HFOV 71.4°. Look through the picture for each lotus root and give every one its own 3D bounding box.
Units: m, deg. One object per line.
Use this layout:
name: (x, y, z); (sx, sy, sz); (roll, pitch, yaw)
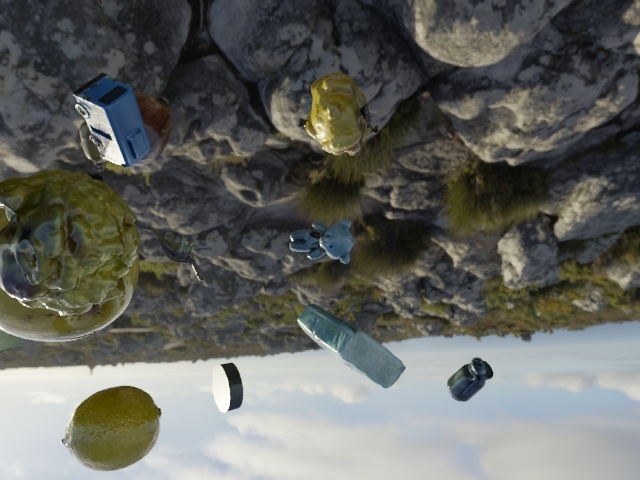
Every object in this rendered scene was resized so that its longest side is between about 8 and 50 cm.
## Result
lotus root: (-0.549, -0.238, 1.092); (0.063, 0.151, 0.072); (15, -148, 12)

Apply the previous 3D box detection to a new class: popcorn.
popcorn: (0.060, -0.435, 1.602); (0.281, 0.297, 0.316); (-2, 154, 11)
popcorn: (-0.371, 0.000, 0.658); (0.218, 0.189, 0.169); (-52, 157, 12)

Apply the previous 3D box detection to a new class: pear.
pear: (-0.595, 0.059, 1.008); (0.349, 0.348, 0.348); (-2, 164, -1)

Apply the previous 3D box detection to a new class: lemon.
lemon: (-0.456, 0.413, 0.984); (0.203, 0.178, 0.178); (-9, 168, -26)

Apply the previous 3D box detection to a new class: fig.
fig: (-0.575, -0.347, 1.369); (0.224, 0.223, 0.263); (-16, -168, 39)

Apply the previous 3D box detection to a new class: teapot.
teapot: (0.256, 0.246, 0.780); (0.064, 0.049, 0.083); (-1, 133, -38)

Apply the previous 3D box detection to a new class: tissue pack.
tissue pack: (0.065, 0.255, 1.100); (0.177, 0.089, 0.263); (41, 168, -23)

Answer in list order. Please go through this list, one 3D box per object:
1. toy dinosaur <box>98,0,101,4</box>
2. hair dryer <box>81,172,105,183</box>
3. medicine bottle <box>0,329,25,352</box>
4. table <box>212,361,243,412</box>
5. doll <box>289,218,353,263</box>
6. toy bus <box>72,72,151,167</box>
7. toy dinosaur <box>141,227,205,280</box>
toy dinosaur: (-0.575, -0.738, 1.245); (0.108, 0.220, 0.032); (4, 156, 16)
hair dryer: (-0.769, -0.090, 1.283); (0.272, 0.235, 0.091); (-22, 111, 34)
medicine bottle: (-0.909, 0.220, 1.256); (0.147, 0.143, 0.147); (-40, 163, -15)
table: (-0.269, 0.421, 1.283); (0.043, 0.133, 0.133); (-2, 167, -34)
doll: (0.000, 0.000, 1.190); (0.180, 0.120, 0.075); (1, -179, 10)
toy bus: (-0.440, -0.249, 0.961); (0.106, 0.090, 0.184); (25, 147, 12)
toy dinosaur: (-0.271, 0.012, 0.854); (0.037, 0.058, 0.180); (-11, 140, 35)
